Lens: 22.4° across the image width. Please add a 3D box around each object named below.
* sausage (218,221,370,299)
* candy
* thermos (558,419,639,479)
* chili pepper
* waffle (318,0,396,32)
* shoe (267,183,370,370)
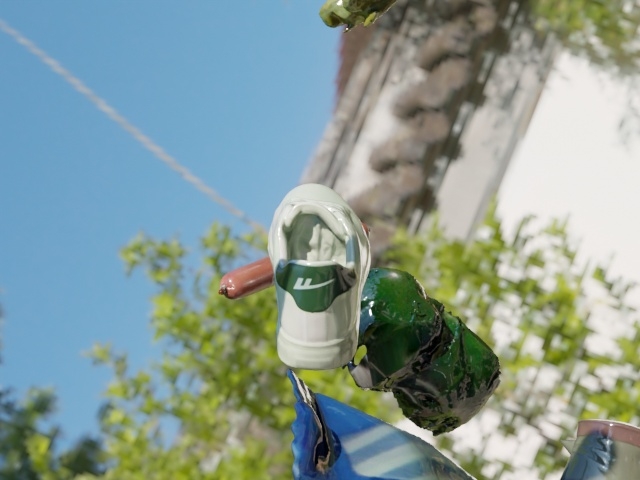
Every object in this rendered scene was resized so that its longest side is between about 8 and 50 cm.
[{"bbox_3d":[-0.022,0.019,1.590,0.223,0.029,0.029,-22,-44,-45],"label":"sausage"},{"bbox_3d":[0.105,0.216,1.051,0.077,0.331,0.187,-44,22,16],"label":"candy"},{"bbox_3d":[0.287,0.314,1.624,0.146,0.176,0.265,28,-106,-44],"label":"thermos"},{"bbox_3d":[0.120,0.145,2.104,0.148,0.264,0.116,-40,16,13],"label":"chili pepper"},{"bbox_3d":[0.135,-0.379,1.965,0.317,0.073,0.297,-40,5,46],"label":"waffle"},{"bbox_3d":[0.000,0.000,1.435,0.265,0.095,0.110,-94,3,-56],"label":"shoe"}]
